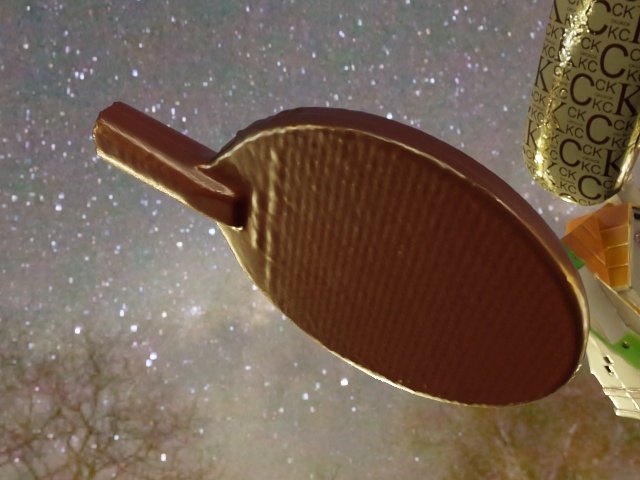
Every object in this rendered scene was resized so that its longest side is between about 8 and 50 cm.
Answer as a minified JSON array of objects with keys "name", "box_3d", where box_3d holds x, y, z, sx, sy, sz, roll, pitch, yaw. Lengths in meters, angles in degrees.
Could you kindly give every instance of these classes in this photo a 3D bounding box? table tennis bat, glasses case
[{"name":"table tennis bat","box_3d":[0.000,0.000,0.551,0.414,0.051,0.268,27,-37,15]},{"name":"glasses case","box_3d":[0.321,-0.198,0.819,0.085,0.137,0.355,-29,-42,-32]}]

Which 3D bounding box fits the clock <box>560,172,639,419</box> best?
[{"name":"clock","box_3d":[0.465,0.066,1.053,0.235,0.310,0.166,-34,1,-17]}]
